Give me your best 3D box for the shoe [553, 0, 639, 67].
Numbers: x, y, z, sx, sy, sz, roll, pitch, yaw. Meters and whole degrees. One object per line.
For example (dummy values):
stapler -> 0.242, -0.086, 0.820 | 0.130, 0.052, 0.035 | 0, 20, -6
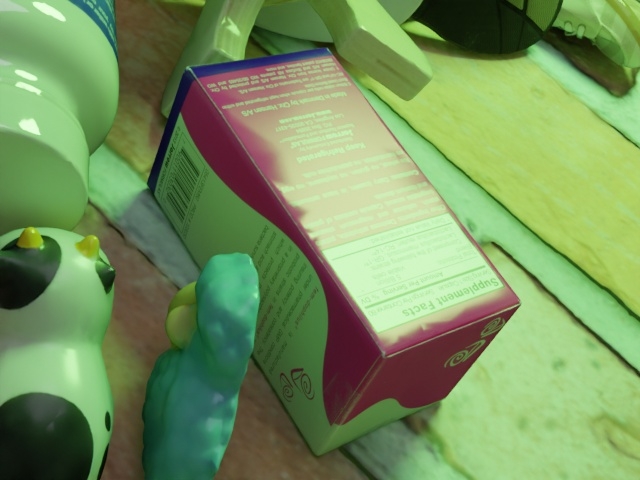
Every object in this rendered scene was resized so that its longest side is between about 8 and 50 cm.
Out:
shoe -> 0.219, -0.231, 0.985 | 0.058, 0.076, 0.219 | -43, 74, 2

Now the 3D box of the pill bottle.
pill bottle -> -0.200, -0.128, 0.635 | 0.152, 0.152, 0.272 | 5, 49, -21

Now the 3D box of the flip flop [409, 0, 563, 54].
flip flop -> 0.082, -0.233, 0.899 | 0.277, 0.112, 0.080 | 5, 35, -14

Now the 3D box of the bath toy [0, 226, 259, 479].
bath toy -> -0.208, 0.052, 0.495 | 0.348, 0.129, 0.151 | 3, 51, -21

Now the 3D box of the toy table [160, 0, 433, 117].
toy table -> -0.027, -0.209, 0.735 | 0.274, 0.252, 0.161 | 19, 36, -21

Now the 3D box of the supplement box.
supplement box -> 0.000, 0.000, 0.644 | 0.114, 0.111, 0.220 | -15, 60, -34
